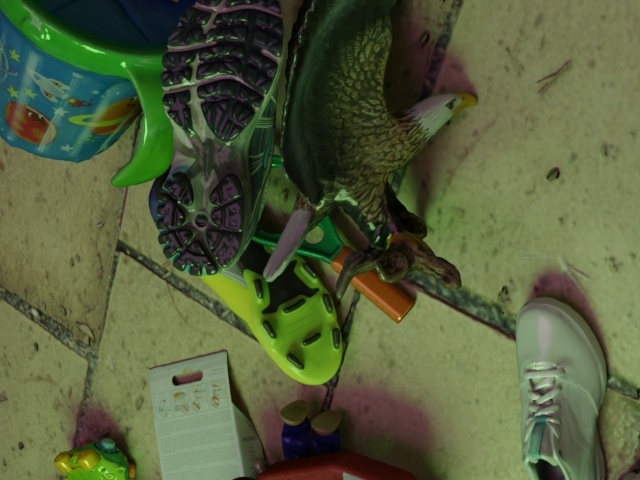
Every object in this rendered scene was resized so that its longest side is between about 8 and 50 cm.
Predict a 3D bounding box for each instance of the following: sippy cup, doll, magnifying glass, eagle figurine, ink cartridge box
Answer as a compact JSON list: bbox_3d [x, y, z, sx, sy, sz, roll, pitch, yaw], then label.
[{"bbox_3d":[-0.255,-0.208,1.088,0.240,0.305,0.224,20,139,-20],"label":"sippy cup"},{"bbox_3d":[-0.019,0.269,1.163,0.129,0.046,0.189,14,119,21],"label":"doll"},{"bbox_3d":[0.000,0.000,1.061,0.231,0.026,0.092,40,82,11],"label":"magnifying glass"},{"bbox_3d":[0.033,-0.115,0.929,0.226,0.225,0.298,-7,111,47],"label":"eagle figurine"},{"bbox_3d":[-0.138,0.233,1.252,0.145,0.045,0.179,-17,75,38],"label":"ink cartridge box"}]

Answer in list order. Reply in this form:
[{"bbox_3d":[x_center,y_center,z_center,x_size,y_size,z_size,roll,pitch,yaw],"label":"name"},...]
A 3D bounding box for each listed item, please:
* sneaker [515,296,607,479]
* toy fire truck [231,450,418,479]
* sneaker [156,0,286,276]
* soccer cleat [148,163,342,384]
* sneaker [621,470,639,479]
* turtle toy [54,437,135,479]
[{"bbox_3d":[0.210,0.160,0.938,0.080,0.094,0.212,-5,101,37],"label":"sneaker"},{"bbox_3d":[-0.003,0.361,1.084,0.254,0.169,0.302,13,107,25],"label":"toy fire truck"},{"bbox_3d":[-0.092,-0.110,0.999,0.110,0.122,0.283,13,96,9],"label":"sneaker"},{"bbox_3d":[-0.080,0.037,1.127,0.289,0.093,0.121,50,156,7],"label":"soccer cleat"},{"bbox_3d":[0.235,0.361,0.949,0.130,0.147,0.330,31,120,24],"label":"sneaker"},{"bbox_3d":[-0.294,0.296,1.351,0.130,0.066,0.095,-13,120,39],"label":"turtle toy"}]
